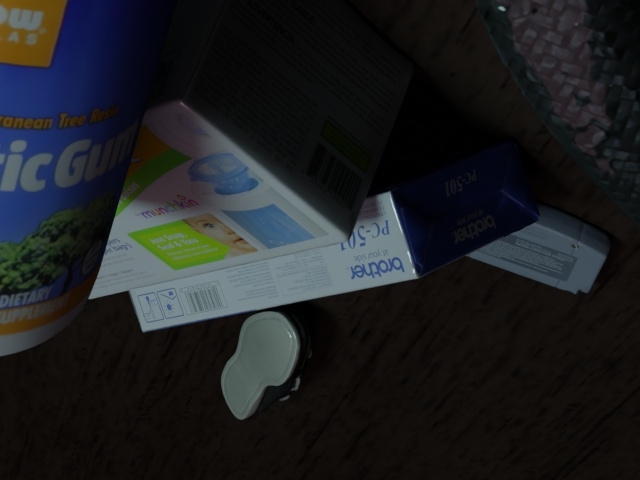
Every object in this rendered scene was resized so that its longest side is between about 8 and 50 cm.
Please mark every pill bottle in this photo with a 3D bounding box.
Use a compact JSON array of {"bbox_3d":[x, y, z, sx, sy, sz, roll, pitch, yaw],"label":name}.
[{"bbox_3d":[-0.133,-0.100,0.765,0.152,0.152,0.272,21,122,1],"label":"pill bottle"}]

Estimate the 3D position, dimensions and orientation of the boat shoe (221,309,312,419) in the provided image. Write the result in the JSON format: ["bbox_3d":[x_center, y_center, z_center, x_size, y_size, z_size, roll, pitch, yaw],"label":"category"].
[{"bbox_3d":[-0.026,0.073,1.195,0.046,0.038,0.125,59,151,19],"label":"boat shoe"}]

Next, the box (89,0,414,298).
[{"bbox_3d":[-0.075,-0.055,0.938,0.114,0.103,0.203,39,147,-30],"label":"box"}]

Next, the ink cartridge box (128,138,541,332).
[{"bbox_3d":[0.000,0.000,0.986,0.207,0.097,0.046,-12,98,46],"label":"ink cartridge box"}]

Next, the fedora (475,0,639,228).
[{"bbox_3d":[0.166,-0.131,0.555,0.334,0.334,0.152,36,-178,-26],"label":"fedora"}]

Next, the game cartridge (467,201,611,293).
[{"bbox_3d":[0.106,-0.001,1.003,0.083,0.017,0.056,20,155,3],"label":"game cartridge"}]
